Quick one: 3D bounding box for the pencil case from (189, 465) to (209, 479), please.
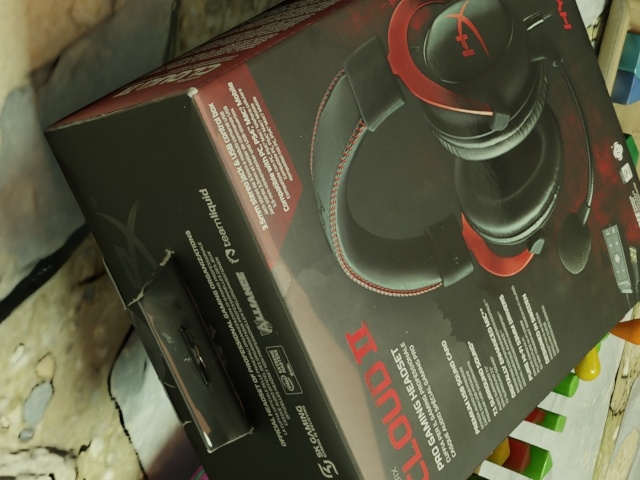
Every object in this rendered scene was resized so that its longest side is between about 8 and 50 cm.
[{"bbox_3d":[-0.044,0.165,0.751,0.236,0.104,0.104,-53,146,-33],"label":"pencil case"}]

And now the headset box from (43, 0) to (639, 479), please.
[{"bbox_3d":[0.025,-0.009,0.655,0.293,0.110,0.218,-35,109,-41],"label":"headset box"}]

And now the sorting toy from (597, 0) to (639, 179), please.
[{"bbox_3d":[0.277,-0.061,1.255,0.229,0.041,0.307,-5,110,-60],"label":"sorting toy"}]

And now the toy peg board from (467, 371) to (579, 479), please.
[{"bbox_3d":[0.133,0.147,1.075,0.160,0.079,0.161,19,89,-62],"label":"toy peg board"}]

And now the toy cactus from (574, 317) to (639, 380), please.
[{"bbox_3d":[0.196,-0.002,1.084,0.219,0.112,0.180,49,45,-36],"label":"toy cactus"}]
